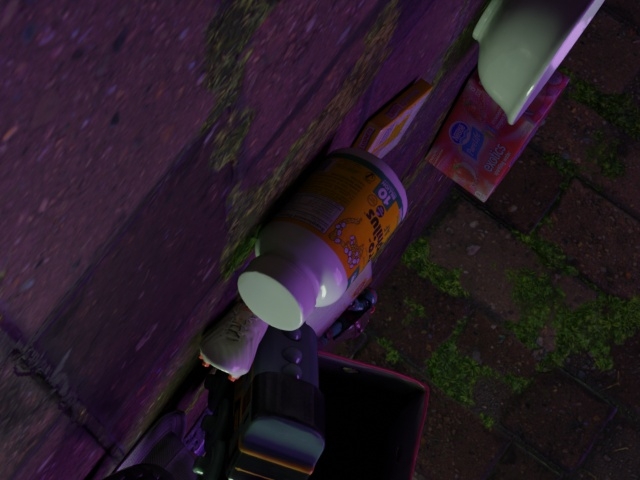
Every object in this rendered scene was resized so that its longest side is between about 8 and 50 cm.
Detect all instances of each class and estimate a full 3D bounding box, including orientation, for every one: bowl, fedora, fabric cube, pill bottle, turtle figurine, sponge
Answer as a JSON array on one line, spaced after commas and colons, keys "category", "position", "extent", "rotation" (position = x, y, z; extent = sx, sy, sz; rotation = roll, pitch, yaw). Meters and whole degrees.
[{"category": "bowl", "position": [0.326, -0.333, 2.152], "extent": [0.298, 0.134, 0.298], "rotation": [-54, 174, -8]}, {"category": "fedora", "position": [-0.214, 0.358, 1.854], "extent": [0.244, 0.124, 0.275], "rotation": [-51, 173, -34]}, {"category": "fabric cube", "position": [0.006, 0.345, 2.352], "extent": [0.258, 0.254, 0.259], "rotation": [134, -29, -70]}, {"category": "pill bottle", "position": [0.000, 0.000, 1.579], "extent": [0.208, 0.117, 0.117], "rotation": [-50, 172, -35]}, {"category": "turtle figurine", "position": [0.029, 0.129, 2.528], "extent": [0.234, 0.118, 0.175], "rotation": [-44, 169, -32]}, {"category": "sponge", "position": [-0.215, 0.348, 2.209], "extent": [0.210, 0.031, 0.117], "rotation": [-54, 174, -6]}]

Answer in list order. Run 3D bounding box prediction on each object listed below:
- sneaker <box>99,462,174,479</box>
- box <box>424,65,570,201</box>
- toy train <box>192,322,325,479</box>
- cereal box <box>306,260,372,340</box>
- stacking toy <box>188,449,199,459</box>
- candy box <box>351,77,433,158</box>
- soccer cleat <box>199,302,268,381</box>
[{"category": "sneaker", "position": [-0.274, 0.360, 1.641], "extent": [0.283, 0.107, 0.124], "rotation": [-49, -175, 6]}, {"category": "box", "position": [0.327, -0.226, 2.646], "extent": [0.142, 0.154, 0.300], "rotation": [-51, 174, -28]}, {"category": "toy train", "position": [-0.068, 0.216, 1.817], "extent": [0.334, 0.142, 0.190], "rotation": [-89, -155, -59]}, {"category": "cereal box", "position": [0.010, 0.080, 2.225], "extent": [0.173, 0.047, 0.240], "rotation": [-47, 166, -11]}, {"category": "stacking toy", "position": [-0.266, 0.466, 2.046], "extent": [0.330, 0.141, 0.141], "rotation": [-51, 174, 2]}, {"category": "candy box", "position": [0.084, -0.142, 1.857], "extent": [0.105, 0.027, 0.206], "rotation": [-55, 174, 31]}, {"category": "soccer cleat", "position": [-0.100, 0.112, 1.705], "extent": [0.076, 0.068, 0.196], "rotation": [-61, 180, 11]}]
